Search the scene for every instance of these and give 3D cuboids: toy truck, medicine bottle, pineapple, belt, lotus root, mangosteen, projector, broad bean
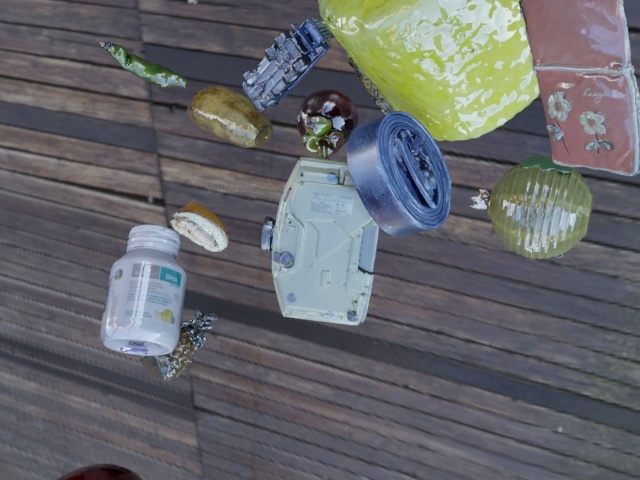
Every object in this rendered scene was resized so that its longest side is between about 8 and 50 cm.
[{"bbox_3d":[-0.058,-0.319,1.192,0.074,0.088,0.201,54,134,1],"label":"toy truck"},{"bbox_3d":[-0.310,0.086,1.186,0.135,0.216,0.135,2,157,1],"label":"medicine bottle"},{"bbox_3d":[-0.314,0.227,1.510,0.108,0.198,0.108,25,139,24],"label":"pineapple"},{"bbox_3d":[0.123,-0.095,0.983,0.082,0.141,0.190,-14,111,47],"label":"belt"},{"bbox_3d":[-0.187,-0.257,1.357,0.258,0.110,0.097,30,143,41],"label":"lotus root"},{"bbox_3d":[0.016,-0.303,1.709,0.172,0.184,0.173,4,115,8],"label":"mangosteen"},{"bbox_3d":[0.000,0.000,1.107,0.193,0.088,0.270,7,99,0],"label":"projector"},{"bbox_3d":[-0.377,-0.369,1.420,0.195,0.061,0.046,26,94,-11],"label":"broad bean"}]

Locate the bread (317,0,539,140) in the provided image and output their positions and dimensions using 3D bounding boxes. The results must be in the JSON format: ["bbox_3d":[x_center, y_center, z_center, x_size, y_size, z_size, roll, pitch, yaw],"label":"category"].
[{"bbox_3d":[0.188,-0.364,1.016,0.348,0.348,0.307,-23,139,34],"label":"bread"}]

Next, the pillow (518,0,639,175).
[{"bbox_3d":[0.270,-0.180,0.689,0.126,0.043,0.233,19,135,56],"label":"pillow"}]

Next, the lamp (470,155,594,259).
[{"bbox_3d":[0.506,-0.078,1.606,0.284,0.250,0.250,8,124,21],"label":"lamp"}]

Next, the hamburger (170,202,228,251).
[{"bbox_3d":[-0.324,-0.055,1.823,0.176,0.102,0.087,30,127,-25],"label":"hamburger"}]

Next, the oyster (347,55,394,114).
[{"bbox_3d":[0.177,-0.330,1.395,0.162,0.351,0.158,24,97,-37],"label":"oyster"}]

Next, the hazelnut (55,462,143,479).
[{"bbox_3d":[-0.306,0.414,0.871,0.229,0.229,0.230,12,126,18],"label":"hazelnut"}]
